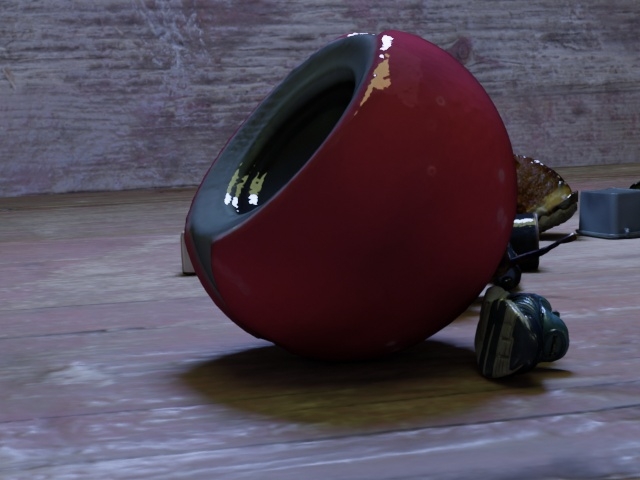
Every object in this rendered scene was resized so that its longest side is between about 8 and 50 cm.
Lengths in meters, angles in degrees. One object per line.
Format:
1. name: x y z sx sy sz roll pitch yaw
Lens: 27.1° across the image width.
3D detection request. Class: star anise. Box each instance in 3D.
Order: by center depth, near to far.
1. star anise: 0.178 0.016 1.428 0.191 0.070 0.097 -19 20 17

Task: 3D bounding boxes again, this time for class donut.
1. donut: 0.296 -0.066 2.030 0.187 0.144 0.126 -27 -22 14

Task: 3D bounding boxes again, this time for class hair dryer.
1. hair dryer: 0.197 0.020 1.567 0.128 0.070 0.255 -2 10 6

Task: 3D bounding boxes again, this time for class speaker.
1. speaker: 0.027 -0.036 1.123 0.294 0.294 0.294 -3 6 0

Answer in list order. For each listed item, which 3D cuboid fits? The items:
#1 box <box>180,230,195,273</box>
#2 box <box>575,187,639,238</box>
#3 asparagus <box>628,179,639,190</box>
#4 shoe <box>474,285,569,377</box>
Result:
1. box: 0.000 0.000 1.829 0.353 0.069 0.214 0 6 5
2. box: 0.443 -0.042 2.001 0.084 0.069 0.122 -4 6 -20
3. asparagus: 0.552 -0.064 2.138 0.080 0.080 0.287 0 5 28
4. shoe: 0.160 0.074 1.045 0.071 0.063 0.143 9 7 3
